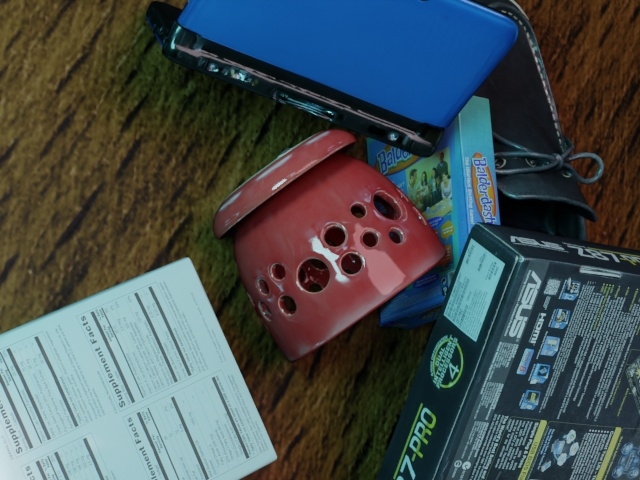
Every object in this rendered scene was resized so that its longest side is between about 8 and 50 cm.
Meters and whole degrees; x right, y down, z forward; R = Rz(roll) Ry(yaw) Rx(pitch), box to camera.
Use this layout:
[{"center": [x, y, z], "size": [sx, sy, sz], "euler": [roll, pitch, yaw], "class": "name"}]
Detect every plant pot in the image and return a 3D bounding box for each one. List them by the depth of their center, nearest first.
[{"center": [0.000, 0.000, 1.823], "size": [0.191, 0.191, 0.174], "euler": [-34, 86, -38], "class": "plant pot"}]

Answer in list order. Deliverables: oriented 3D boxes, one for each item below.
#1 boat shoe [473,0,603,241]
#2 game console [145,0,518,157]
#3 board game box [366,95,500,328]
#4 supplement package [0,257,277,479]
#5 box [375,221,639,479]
[{"center": [0.216, -0.047, 2.011], "size": [0.186, 0.156, 0.500], "euler": [11, 68, -31], "class": "boat shoe"}, {"center": [0.005, -0.213, 1.802], "size": [0.293, 0.250, 0.173], "euler": [21, 104, -19], "class": "game console"}, {"center": [0.117, -0.028, 1.929], "size": [0.047, 0.160, 0.210], "euler": [7, 71, -34], "class": "board game box"}, {"center": [-0.222, 0.166, 1.592], "size": [0.262, 0.199, 0.198], "euler": [-24, 90, -38], "class": "supplement package"}, {"center": [0.227, 0.194, 1.838], "size": [0.318, 0.097, 0.395], "euler": [9, 108, -32], "class": "box"}]
